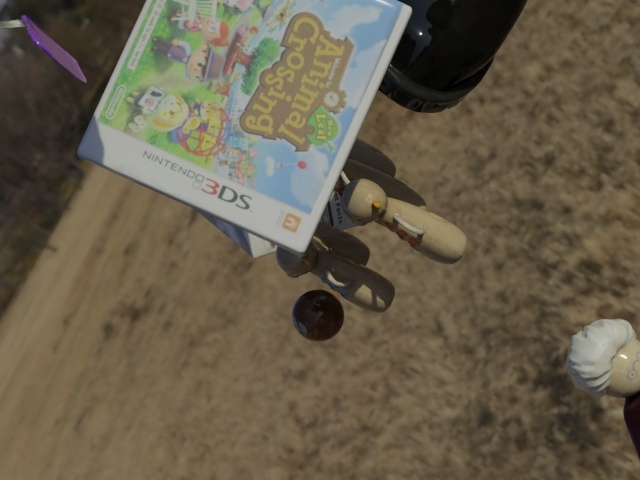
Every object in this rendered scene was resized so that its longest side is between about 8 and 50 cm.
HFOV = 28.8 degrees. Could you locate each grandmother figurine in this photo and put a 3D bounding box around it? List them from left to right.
[{"bbox_3d":[0.417,0.188,1.395,0.104,0.342,0.208,-31,33,56],"label":"grandmother figurine"}]

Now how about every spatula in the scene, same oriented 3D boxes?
[{"bbox_3d":[-0.382,-0.249,1.378,0.030,0.296,0.084,-55,39,17],"label":"spatula"}]

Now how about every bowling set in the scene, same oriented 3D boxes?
[{"bbox_3d":[0.000,0.000,1.215,0.200,0.154,0.287,-59,23,8],"label":"bowling set"}]

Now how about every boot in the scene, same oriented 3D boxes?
[{"bbox_3d":[0.170,-0.292,1.080,0.348,0.131,0.260,-57,3,-34],"label":"boot"}]

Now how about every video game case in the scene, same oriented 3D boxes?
[{"bbox_3d":[-0.058,-0.123,0.966,0.023,0.193,0.212,100,-167,-86],"label":"video game case"}]

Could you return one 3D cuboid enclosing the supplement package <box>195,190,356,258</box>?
[{"bbox_3d":[-0.078,-0.123,1.509,0.262,0.145,0.204,-144,39,-63],"label":"supplement package"}]
